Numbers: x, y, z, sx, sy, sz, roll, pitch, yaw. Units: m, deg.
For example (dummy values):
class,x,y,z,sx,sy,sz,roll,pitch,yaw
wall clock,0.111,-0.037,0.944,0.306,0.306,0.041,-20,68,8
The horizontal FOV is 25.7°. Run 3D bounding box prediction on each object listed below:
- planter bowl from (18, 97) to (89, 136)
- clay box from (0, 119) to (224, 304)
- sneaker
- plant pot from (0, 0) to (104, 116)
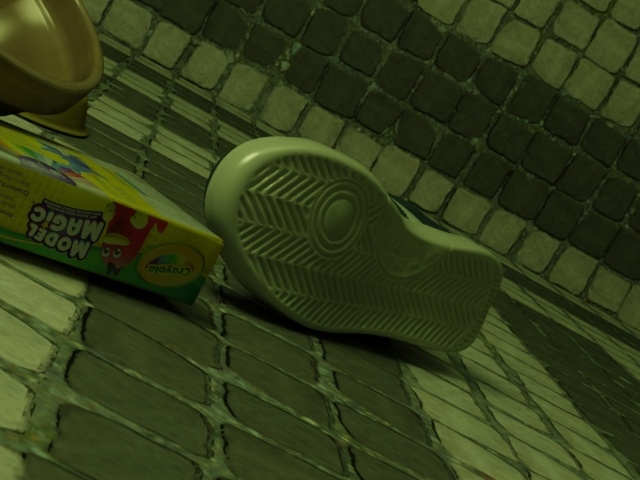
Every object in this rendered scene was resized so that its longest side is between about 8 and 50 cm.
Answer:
class,x,y,z,sx,sy,sz,roll,pitch,yaw
planter bowl,-0.298,-0.190,1.336,0.217,0.090,0.217,29,7,-4
clay box,-0.180,-0.033,0.853,0.222,0.053,0.127,21,9,-42
sneaker,0.000,0.000,1.120,0.148,0.131,0.350,27,-2,39
plant pot,-0.263,-0.163,0.931,0.237,0.109,0.237,47,17,-20
